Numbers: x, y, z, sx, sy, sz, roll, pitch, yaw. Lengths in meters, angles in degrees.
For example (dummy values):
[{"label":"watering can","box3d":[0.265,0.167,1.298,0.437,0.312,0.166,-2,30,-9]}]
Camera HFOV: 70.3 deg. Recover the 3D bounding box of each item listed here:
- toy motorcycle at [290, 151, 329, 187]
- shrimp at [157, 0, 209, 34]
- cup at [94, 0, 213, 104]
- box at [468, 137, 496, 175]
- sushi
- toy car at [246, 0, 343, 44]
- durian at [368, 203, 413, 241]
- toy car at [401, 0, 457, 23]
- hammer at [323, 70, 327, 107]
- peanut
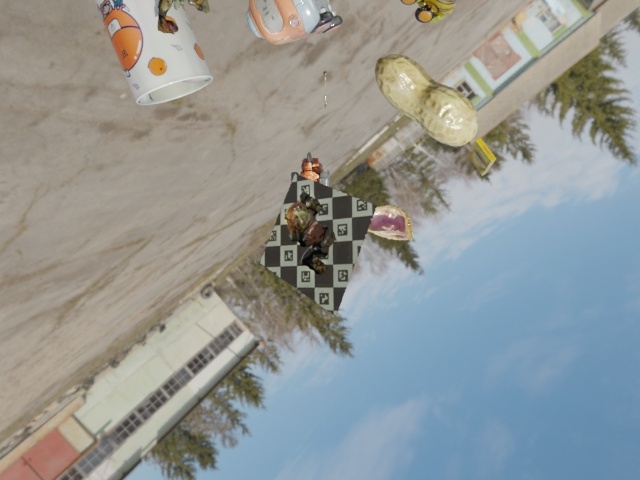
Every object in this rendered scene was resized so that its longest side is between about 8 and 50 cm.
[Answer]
[{"label":"toy motorcycle","box3d":[-0.023,-0.174,1.575,0.148,0.221,0.326,-2,178,7]},{"label":"shrimp","box3d":[-0.294,-0.499,0.942,0.058,0.253,0.173,24,122,-42]},{"label":"cup","box3d":[-0.438,-0.541,1.177,0.213,0.317,0.212,-19,-169,4]},{"label":"box","box3d":[0.526,-0.272,1.488,0.023,0.086,0.155,-30,168,4]},{"label":"sushi","box3d":[0.000,0.000,1.207,0.059,0.292,0.293,9,106,-55]},{"label":"toy car","box3d":[-0.081,-0.610,1.193,0.213,0.180,0.270,-20,-163,20]},{"label":"durian","box3d":[0.266,-0.058,1.757,0.183,0.165,0.132,-17,-164,34]},{"label":"toy car","box3d":[0.335,-0.785,1.355,0.142,0.248,0.200,-6,-114,48]},{"label":"hammer","box3d":[0.018,-0.522,1.575,0.014,0.122,0.029,-2,-154,-1]},{"label":"peanut","box3d":[0.253,-0.341,1.094,0.120,0.298,0.136,-52,176,-6]}]
